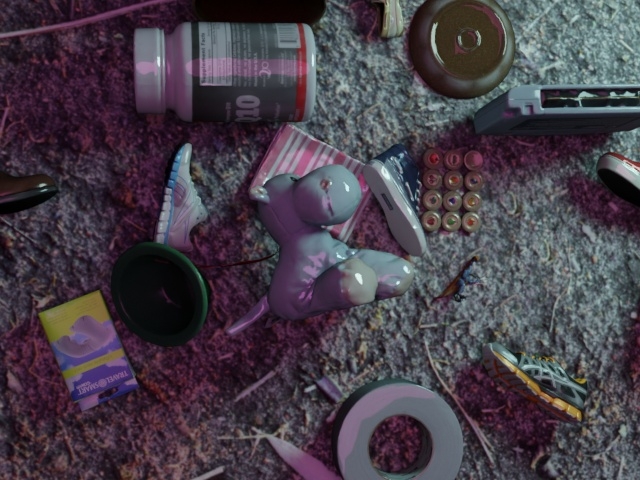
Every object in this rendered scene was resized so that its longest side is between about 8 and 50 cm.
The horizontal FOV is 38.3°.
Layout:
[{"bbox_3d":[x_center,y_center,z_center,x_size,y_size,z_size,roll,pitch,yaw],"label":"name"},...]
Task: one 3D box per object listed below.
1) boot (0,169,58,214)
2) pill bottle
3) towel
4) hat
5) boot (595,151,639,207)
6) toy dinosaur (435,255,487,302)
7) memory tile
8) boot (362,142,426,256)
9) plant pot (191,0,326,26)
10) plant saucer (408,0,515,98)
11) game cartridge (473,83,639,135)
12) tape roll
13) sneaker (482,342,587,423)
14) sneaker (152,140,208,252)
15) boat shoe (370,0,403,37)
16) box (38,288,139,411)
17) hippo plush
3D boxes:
[{"bbox_3d":[-0.569,-0.180,1.486,0.264,0.096,0.281,-7,83,-1],"label":"boot"},{"bbox_3d":[-0.156,-0.272,1.495,0.283,0.161,0.161,-1,90,-8],"label":"pill bottle"},{"bbox_3d":[-0.009,-0.099,1.582,0.197,0.029,0.144,27,86,-8],"label":"towel"},{"bbox_3d":[-0.217,0.073,1.554,0.208,0.183,0.173,21,110,18],"label":"hat"},{"bbox_3d":[0.620,-0.140,1.653,0.244,0.088,0.176,27,85,-16],"label":"boot"},{"bbox_3d":[0.251,0.064,1.617,0.090,0.047,0.082,6,70,2],"label":"toy dinosaur"},{"bbox_3d":[0.233,-0.088,1.627,0.113,0.012,0.148,2,89,-9],"label":"memory tile"},{"bbox_3d":[0.152,-0.071,1.590,0.086,0.069,0.190,-38,109,-29],"label":"boot"},{"bbox_3d":[-0.103,-0.482,1.499,0.215,0.215,0.230,-1,76,-9],"label":"plant pot"},{"bbox_3d":[0.255,-0.351,1.623,0.198,0.036,0.199,0,89,-10],"label":"plant saucer"},{"bbox_3d":[0.423,-0.219,1.564,0.297,0.198,0.062,-2,90,-10],"label":"game cartridge"},{"bbox_3d":[0.129,0.349,1.577,0.219,0.072,0.219,0,89,-9],"label":"tape roll"},{"bbox_3d":[0.377,0.236,1.619,0.215,0.084,0.083,35,71,-10],"label":"sneaker"},{"bbox_3d":[-0.225,-0.069,1.536,0.082,0.071,0.191,9,96,-15],"label":"sneaker"},{"bbox_3d":[0.110,-0.417,1.593,0.045,0.050,0.135,-12,91,-14],"label":"boat shoe"},{"bbox_3d":[-0.380,0.182,1.516,0.109,0.042,0.178,-22,92,-8],"label":"box"},{"bbox_3d":[0.000,0.000,1.503,0.294,0.234,0.237,-17,85,32],"label":"hippo plush"}]
